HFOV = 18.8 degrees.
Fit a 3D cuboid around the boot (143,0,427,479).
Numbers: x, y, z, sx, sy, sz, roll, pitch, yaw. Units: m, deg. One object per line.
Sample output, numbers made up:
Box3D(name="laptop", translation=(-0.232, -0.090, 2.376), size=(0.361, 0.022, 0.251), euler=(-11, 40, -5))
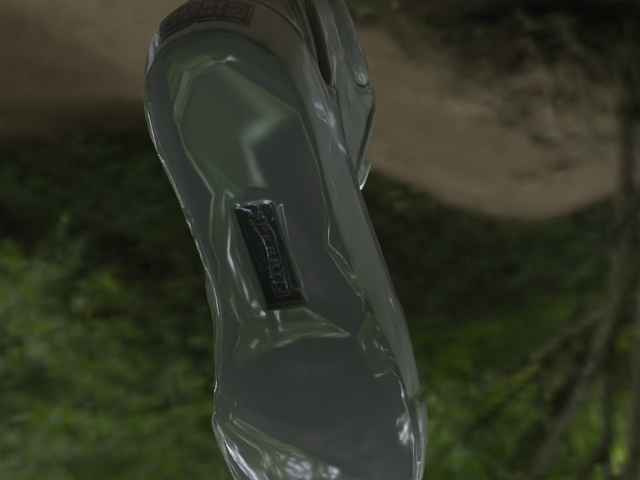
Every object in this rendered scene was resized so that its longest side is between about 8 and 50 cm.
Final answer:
Box3D(name="boot", translation=(0.000, 0.000, 0.825), size=(0.095, 0.258, 0.123), euler=(-3, -153, 17))
